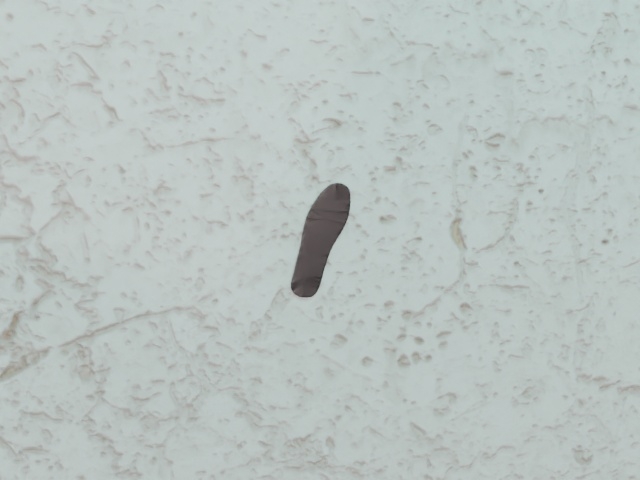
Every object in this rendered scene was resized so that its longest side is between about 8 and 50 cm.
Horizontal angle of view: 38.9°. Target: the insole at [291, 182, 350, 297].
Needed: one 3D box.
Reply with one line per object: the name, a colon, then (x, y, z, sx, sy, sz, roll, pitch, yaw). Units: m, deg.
insole: (0.000, 0.000, 1.139, 0.053, 0.002, 0.152, 14, 98, -19)
